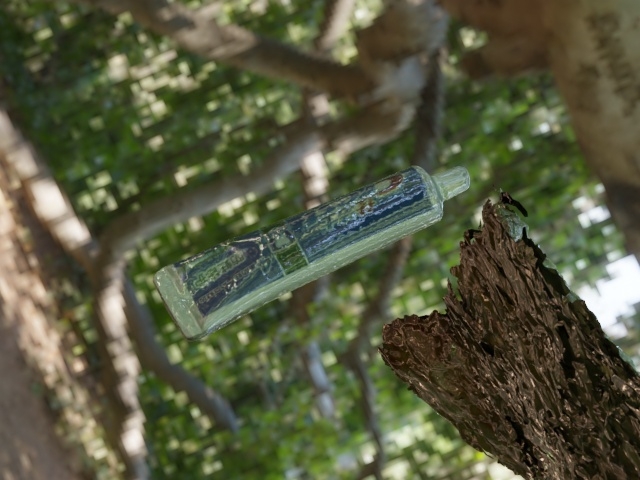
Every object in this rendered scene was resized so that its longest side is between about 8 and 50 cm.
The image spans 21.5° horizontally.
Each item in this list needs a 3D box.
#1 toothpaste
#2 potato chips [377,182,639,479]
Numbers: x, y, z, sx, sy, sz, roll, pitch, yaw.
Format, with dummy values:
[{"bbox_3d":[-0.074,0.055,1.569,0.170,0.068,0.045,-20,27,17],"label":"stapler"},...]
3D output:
[{"bbox_3d":[0.000,0.000,0.985,0.057,0.197,0.035,57,-15,35],"label":"toothpaste"},{"bbox_3d":[0.065,0.047,0.463,0.209,0.026,0.142,33,-31,62],"label":"potato chips"}]
